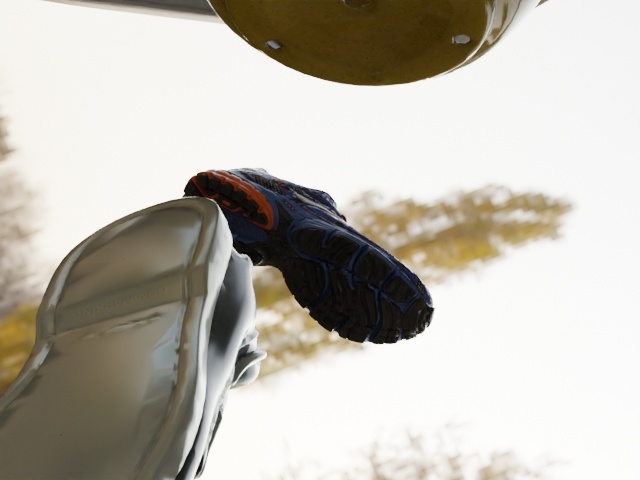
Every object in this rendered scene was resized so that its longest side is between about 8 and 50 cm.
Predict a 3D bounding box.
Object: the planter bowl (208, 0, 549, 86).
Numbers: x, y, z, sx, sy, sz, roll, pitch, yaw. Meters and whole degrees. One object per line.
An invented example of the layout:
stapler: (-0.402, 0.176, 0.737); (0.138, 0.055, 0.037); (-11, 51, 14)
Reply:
planter bowl: (0.018, -0.120, 0.670); (0.217, 0.217, 0.090); (96, 3, -60)

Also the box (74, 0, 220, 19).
box: (-0.066, -0.253, 1.209); (0.345, 0.168, 0.215); (11, -85, 28)

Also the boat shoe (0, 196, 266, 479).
boat shoe: (-0.081, 0.095, 0.741); (0.319, 0.116, 0.099); (-75, 147, -59)

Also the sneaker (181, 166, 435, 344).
sneaker: (0.000, 0.000, 1.411); (0.221, 0.087, 0.083); (34, -56, 16)
